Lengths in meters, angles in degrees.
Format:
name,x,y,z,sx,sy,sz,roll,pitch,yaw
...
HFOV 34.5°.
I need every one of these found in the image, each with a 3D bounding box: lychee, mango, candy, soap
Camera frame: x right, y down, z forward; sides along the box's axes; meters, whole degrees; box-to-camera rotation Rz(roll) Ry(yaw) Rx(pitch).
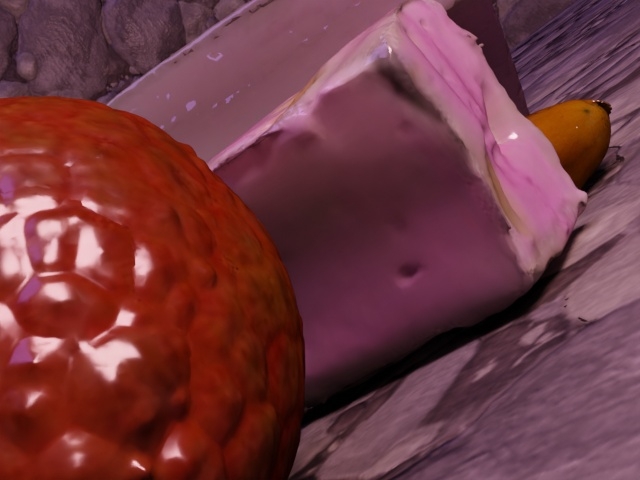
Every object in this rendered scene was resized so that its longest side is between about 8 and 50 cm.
name,x,y,z,sx,sy,sz,roll,pitch,yaw
lychee,-0.130,0.059,0.458,0.255,0.255,0.300,-39,37,-21
mango,0.133,-0.045,0.639,0.127,0.063,0.077,-33,-2,-25
candy,0.000,0.000,0.587,0.265,0.155,0.116,-34,4,37
soap,0.012,-0.085,0.810,0.285,0.107,0.296,-33,-26,8
